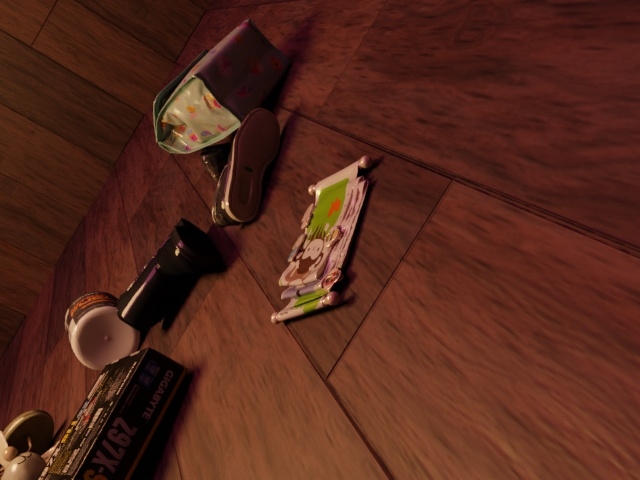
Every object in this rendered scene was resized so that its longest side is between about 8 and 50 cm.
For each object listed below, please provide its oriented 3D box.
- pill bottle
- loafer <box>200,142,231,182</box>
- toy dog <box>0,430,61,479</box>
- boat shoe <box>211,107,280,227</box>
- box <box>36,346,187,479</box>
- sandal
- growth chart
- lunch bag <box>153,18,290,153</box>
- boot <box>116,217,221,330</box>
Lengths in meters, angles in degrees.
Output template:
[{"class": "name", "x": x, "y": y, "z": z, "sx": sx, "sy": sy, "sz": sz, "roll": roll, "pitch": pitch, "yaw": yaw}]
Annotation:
[{"class": "pill bottle", "x": -0.454, "y": 0.177, "z": 1.503, "sx": 0.130, "sy": 0.130, "sz": 0.245, "roll": -63, "pitch": 23, "yaw": -6}, {"class": "loafer", "x": -0.211, "y": -0.162, "z": 1.498, "sx": 0.062, "sy": 0.061, "sz": 0.170, "roll": -12, "pitch": 16, "yaw": 6}, {"class": "toy dog", "x": -0.673, "y": 0.452, "z": 1.408, "sx": 0.333, "sy": 0.161, "sz": 0.220, "roll": -33, "pitch": 8, "yaw": 5}, {"class": "boat shoe", "x": -0.133, "y": -0.129, "z": 1.268, "sx": 0.079, "sy": 0.084, "sz": 0.233, "roll": -26, "pitch": 44, "yaw": 52}, {"class": "box", "x": -0.348, "y": 0.330, "z": 1.121, "sx": 0.257, "sy": 0.079, "sz": 0.322, "roll": -29, "pitch": 30, "yaw": 56}, {"class": "sandal", "x": -0.657, "y": 0.514, "z": 1.579, "sx": 0.086, "sy": 0.120, "sz": 0.303, "roll": 15, "pitch": 76, "yaw": 38}, {"class": "growth chart", "x": 0.000, "y": 0.000, "z": 0.928, "sx": 0.172, "sy": 0.021, "sz": 0.237, "roll": -31, "pitch": 36, "yaw": 50}, {"class": "lunch bag", "x": -0.220, "y": -0.301, "z": 1.514, "sx": 0.262, "sy": 0.160, "sz": 0.223, "roll": -23, "pitch": 27, "yaw": 51}, {"class": "boot", "x": -0.275, "y": 0.075, "z": 1.299, "sx": 0.207, "sy": 0.094, "sz": 0.246, "roll": -55, "pitch": 16, "yaw": 1}]
